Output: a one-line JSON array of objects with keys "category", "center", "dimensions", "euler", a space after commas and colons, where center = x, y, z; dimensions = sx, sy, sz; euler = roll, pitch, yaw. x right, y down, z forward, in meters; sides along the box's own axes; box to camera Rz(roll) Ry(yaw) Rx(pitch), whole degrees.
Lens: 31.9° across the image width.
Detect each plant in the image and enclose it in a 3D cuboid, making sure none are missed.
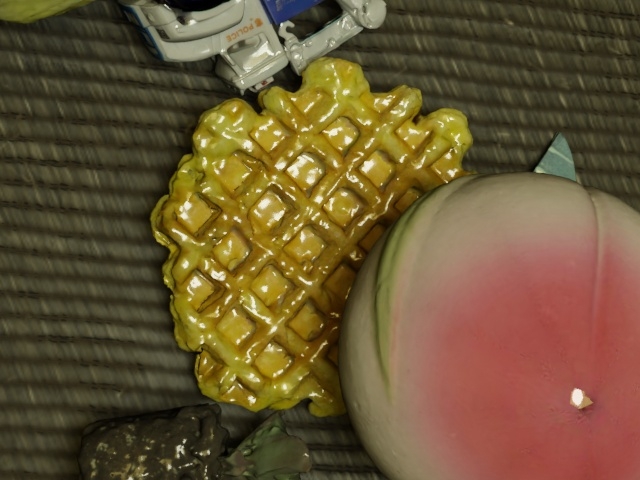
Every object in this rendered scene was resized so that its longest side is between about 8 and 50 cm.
[{"category": "plant", "center": [-0.104, 0.206, 0.963], "dimensions": [0.203, 0.142, 0.131], "euler": [-10, 79, 0]}]

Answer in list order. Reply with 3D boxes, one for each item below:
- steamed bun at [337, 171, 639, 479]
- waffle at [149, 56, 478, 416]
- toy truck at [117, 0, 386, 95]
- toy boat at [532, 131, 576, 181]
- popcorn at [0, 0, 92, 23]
[{"category": "steamed bun", "center": [0.162, 0.091, 0.860], "dimensions": [0.310, 0.309, 0.309], "euler": [0, 87, -9]}, {"category": "waffle", "center": [0.000, 0.000, 1.007], "dimensions": [0.302, 0.068, 0.324], "euler": [-3, 95, -11]}, {"category": "toy truck", "center": [-0.065, -0.225, 0.995], "dimensions": [0.213, 0.161, 0.177], "euler": [-31, 116, -10]}, {"category": "toy boat", "center": [0.217, -0.044, 1.074], "dimensions": [0.096, 0.034, 0.122], "euler": [39, 80, -11]}, {"category": "popcorn", "center": [-0.256, -0.342, 0.852], "dimensions": [0.334, 0.292, 0.293], "euler": [37, 55, 12]}]
